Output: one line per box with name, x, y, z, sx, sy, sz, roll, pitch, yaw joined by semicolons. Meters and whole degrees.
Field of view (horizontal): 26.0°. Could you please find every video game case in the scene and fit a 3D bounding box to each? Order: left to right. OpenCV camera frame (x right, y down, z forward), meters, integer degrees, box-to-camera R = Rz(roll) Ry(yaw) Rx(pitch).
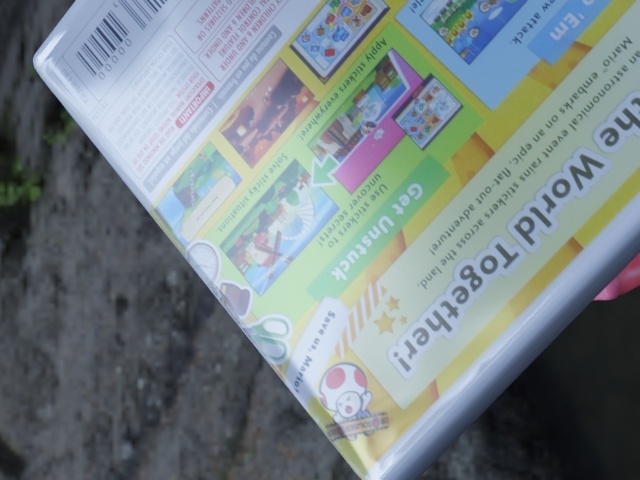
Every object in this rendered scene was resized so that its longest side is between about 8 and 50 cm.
video game case;0.032;-0.073;0.433;0.227;0.026;0.206;-48;64;16

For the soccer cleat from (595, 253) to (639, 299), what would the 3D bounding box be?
soccer cleat;0.127;-0.071;0.865;0.248;0.095;0.083;52;173;21
